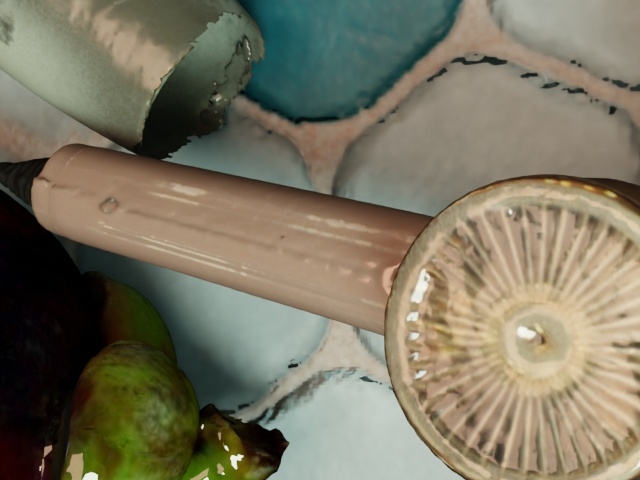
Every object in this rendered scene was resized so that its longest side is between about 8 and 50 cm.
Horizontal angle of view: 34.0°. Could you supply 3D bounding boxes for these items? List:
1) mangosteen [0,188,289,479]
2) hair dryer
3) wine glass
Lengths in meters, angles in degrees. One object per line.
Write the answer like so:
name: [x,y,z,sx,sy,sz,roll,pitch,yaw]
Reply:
mangosteen: [-0.214,0.099,0.502,0.311,0.311,0.311,2,95,24]
hair dryer: [0.000,0.000,0.450,0.344,0.189,0.107,16,98,24]
wine glass: [-0.130,-0.132,0.535,0.204,0.111,0.111,39,108,14]
